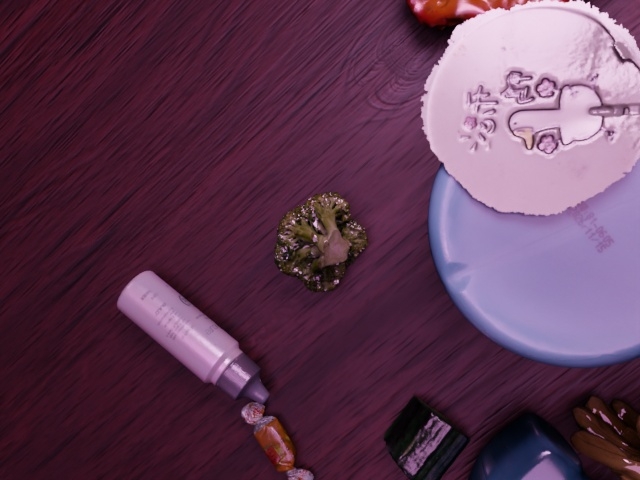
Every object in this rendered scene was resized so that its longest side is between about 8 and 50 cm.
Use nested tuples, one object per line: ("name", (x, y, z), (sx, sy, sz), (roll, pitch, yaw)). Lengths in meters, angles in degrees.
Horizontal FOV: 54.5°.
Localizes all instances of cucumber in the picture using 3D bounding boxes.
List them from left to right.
("cucumber", (0.168, 0.332, 1.012), (0.116, 0.062, 0.115), (37, 95, 9))

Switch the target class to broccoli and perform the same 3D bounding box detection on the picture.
("broccoli", (0.000, 0.000, 1.013), (0.145, 0.138, 0.162), (28, 87, -24))

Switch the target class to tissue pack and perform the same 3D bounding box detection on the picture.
("tissue pack", (0.348, 0.418, 0.900), (0.287, 0.198, 0.206), (39, 97, 8))

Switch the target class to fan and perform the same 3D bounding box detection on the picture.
("fan", (0.312, -0.137, 0.647), (0.414, 0.012, 0.233), (4, 92, 16))

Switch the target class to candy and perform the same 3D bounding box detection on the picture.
("candy", (-0.072, 0.358, 1.076), (0.053, 0.046, 0.182), (-36, 78, 14))

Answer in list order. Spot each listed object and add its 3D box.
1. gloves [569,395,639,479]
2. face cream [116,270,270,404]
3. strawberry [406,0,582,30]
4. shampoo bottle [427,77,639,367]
("gloves", (0.525, 0.304, 0.885), (0.330, 0.154, 0.141), (0, 89, 6))
("face cream", (-0.212, 0.179, 1.081), (0.311, 0.092, 0.092), (37, 98, 11))
("strawberry", (0.286, -0.445, 0.942), (0.336, 0.149, 0.265), (-24, 92, 22))
("shampoo bottle", (0.314, -0.022, 0.830), (0.331, 0.342, 0.331), (0, 90, 12))
